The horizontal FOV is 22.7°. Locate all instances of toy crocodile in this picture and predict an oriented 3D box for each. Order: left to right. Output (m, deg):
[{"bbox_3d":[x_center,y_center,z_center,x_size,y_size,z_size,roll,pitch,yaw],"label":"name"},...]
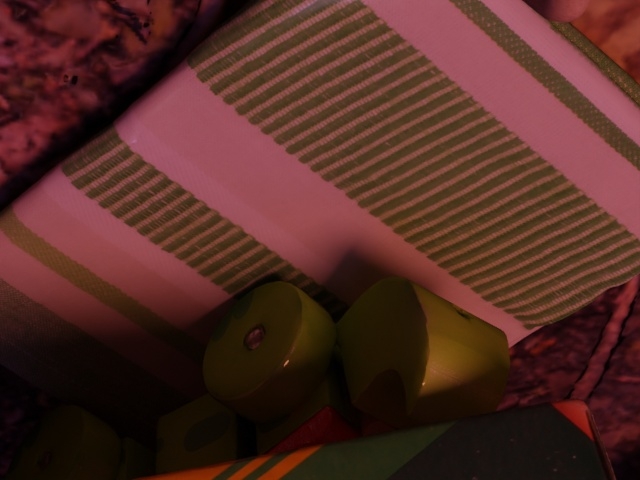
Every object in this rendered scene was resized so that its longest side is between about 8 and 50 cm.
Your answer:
[{"bbox_3d":[-0.051,0.120,0.777,0.340,0.105,0.115,-32,126,25],"label":"toy crocodile"}]

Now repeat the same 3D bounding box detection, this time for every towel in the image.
[{"bbox_3d":[0.000,0.000,0.766,0.325,0.038,0.248,-36,125,27],"label":"towel"}]

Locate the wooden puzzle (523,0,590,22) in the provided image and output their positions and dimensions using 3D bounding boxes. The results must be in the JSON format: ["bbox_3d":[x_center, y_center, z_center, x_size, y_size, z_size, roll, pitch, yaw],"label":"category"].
[{"bbox_3d":[-0.073,-0.210,0.387,0.348,0.080,0.322,18,153,8],"label":"wooden puzzle"}]

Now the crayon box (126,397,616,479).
[{"bbox_3d":[-0.042,0.168,0.688,0.319,0.081,0.202,-9,151,-10],"label":"crayon box"}]
